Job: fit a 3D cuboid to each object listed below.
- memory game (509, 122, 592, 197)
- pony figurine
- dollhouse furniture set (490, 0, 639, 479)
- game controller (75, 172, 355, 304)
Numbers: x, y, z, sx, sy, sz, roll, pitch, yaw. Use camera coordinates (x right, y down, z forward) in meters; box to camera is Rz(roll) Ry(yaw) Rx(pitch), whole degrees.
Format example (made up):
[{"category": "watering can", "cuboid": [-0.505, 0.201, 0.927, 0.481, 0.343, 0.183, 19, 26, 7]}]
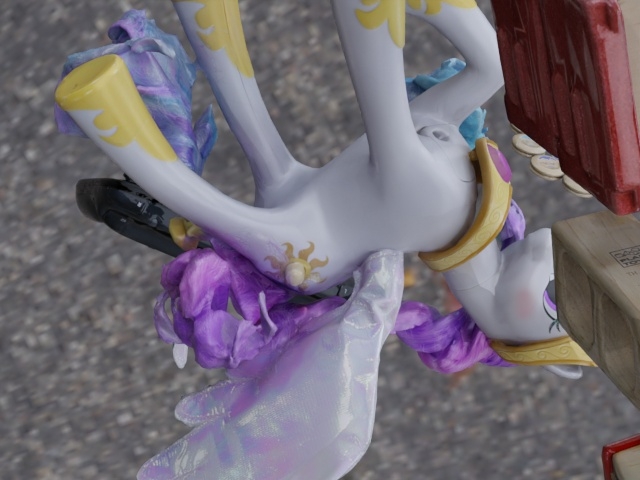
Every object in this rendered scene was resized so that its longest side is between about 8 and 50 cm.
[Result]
[{"category": "memory game", "cuboid": [0.281, -0.092, 2.037, 0.186, 0.012, 0.186, 11, 33, -8]}, {"category": "pony figurine", "cuboid": [0.000, 0.000, 1.214, 0.363, 0.351, 0.303, 56, 21, -30]}, {"category": "dollhouse furniture set", "cuboid": [0.214, 0.000, 0.990, 0.201, 0.152, 0.374, -16, 117, -10]}, {"category": "game controller", "cuboid": [-0.112, 0.002, 2.152, 0.319, 0.166, 0.067, 24, 90, -24]}]
